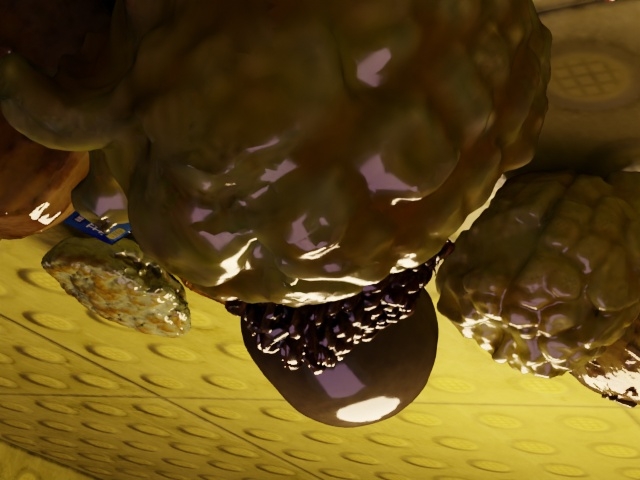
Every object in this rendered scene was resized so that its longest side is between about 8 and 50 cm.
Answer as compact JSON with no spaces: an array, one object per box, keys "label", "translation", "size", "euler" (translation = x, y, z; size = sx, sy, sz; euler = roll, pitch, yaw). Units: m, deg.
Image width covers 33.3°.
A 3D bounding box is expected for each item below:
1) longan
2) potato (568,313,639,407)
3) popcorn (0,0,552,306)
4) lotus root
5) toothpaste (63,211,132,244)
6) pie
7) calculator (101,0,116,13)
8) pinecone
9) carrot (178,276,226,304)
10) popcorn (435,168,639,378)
[{"label":"longan","translation":[0.021,0.119,1.331],"size":[0.248,0.248,0.248],"euler":[10,157,4]},{"label":"potato","translation":[0.402,0.111,1.216],"size":[0.176,0.141,0.298],"euler":[37,150,-20]},{"label":"popcorn","translation":[-0.015,-0.092,0.690],"size":[0.279,0.335,0.274],"euler":[39,-170,30]},{"label":"lotus root","translation":[-0.297,-0.104,0.906],"size":[0.316,0.250,0.316],"euler":[17,162,6]},{"label":"toothpaste","translation":[-0.144,-0.079,0.984],"size":[0.066,0.076,0.320],"euler":[28,151,-23]},{"label":"pie","translation":[-0.270,0.063,1.500],"size":[0.201,0.090,0.248],"euler":[13,157,15]},{"label":"calculator","translation":[-0.050,-0.149,0.955],"size":[0.274,0.058,0.248],"euler":[0,153,27]},{"label":"pinecone","translation":[0.000,0.000,0.953],"size":[0.222,0.221,0.221],"euler":[10,157,4]},{"label":"carrot","translation":[-0.051,0.089,1.510],"size":[0.314,0.066,0.066],"euler":[19,156,-8]},{"label":"popcorn","translation":[0.229,0.026,1.066],"size":[0.181,0.216,0.235],"euler":[41,161,-1]}]
